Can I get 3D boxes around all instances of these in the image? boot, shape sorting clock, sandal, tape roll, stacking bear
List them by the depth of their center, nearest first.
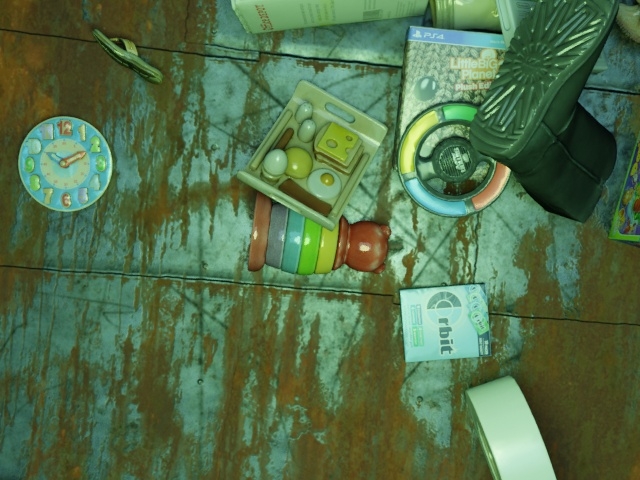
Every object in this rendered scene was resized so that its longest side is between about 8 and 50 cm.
[{"bbox_3d":[0.489,-0.247,1.667,0.146,0.445,0.367,42,101,38],"label":"boot"},{"bbox_3d":[0.384,0.419,1.760,0.100,0.286,0.286,-19,91,3],"label":"tape roll"},{"bbox_3d":[0.324,-0.564,1.830,0.203,0.095,0.262,-2,101,3],"label":"boot"},{"bbox_3d":[0.000,0.000,1.831,0.289,0.164,0.175,7,98,-4],"label":"stacking bear"},{"bbox_3d":[-0.407,-0.400,1.877,0.180,0.072,0.049,32,77,0],"label":"sandal"},{"bbox_3d":[-0.553,-0.165,1.899,0.206,0.040,0.206,0,91,2],"label":"shape sorting clock"}]

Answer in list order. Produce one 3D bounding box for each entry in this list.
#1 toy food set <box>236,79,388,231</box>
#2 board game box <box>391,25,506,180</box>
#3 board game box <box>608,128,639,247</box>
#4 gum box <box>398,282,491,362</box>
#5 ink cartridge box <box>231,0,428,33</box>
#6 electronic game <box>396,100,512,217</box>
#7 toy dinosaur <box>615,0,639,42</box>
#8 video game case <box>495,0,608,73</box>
[{"bbox_3d":[-0.010,-0.181,1.791,0.219,0.092,0.306,29,55,1],"label":"toy food set"},{"bbox_3d":[0.277,-0.279,1.795,0.232,0.141,0.291,5,101,2],"label":"board game box"},{"bbox_3d":[0.696,-0.155,1.758,0.078,0.233,0.347,16,92,1],"label":"board game box"},{"bbox_3d":[0.266,0.175,1.877,0.184,0.041,0.157,-4,91,1],"label":"gum box"},{"bbox_3d":[0.020,-0.537,1.749,0.384,0.279,0.160,-7,90,2],"label":"ink cartridge box"},{"bbox_3d":[0.264,-0.158,1.721,0.229,0.048,0.229,1,100,3],"label":"electronic game"},{"bbox_3d":[0.715,-0.443,1.811,0.295,0.127,0.200,4,98,8],"label":"toy dinosaur"},{"bbox_3d":[0.447,-0.480,1.741,0.036,0.329,0.300,-15,86,46],"label":"video game case"}]
